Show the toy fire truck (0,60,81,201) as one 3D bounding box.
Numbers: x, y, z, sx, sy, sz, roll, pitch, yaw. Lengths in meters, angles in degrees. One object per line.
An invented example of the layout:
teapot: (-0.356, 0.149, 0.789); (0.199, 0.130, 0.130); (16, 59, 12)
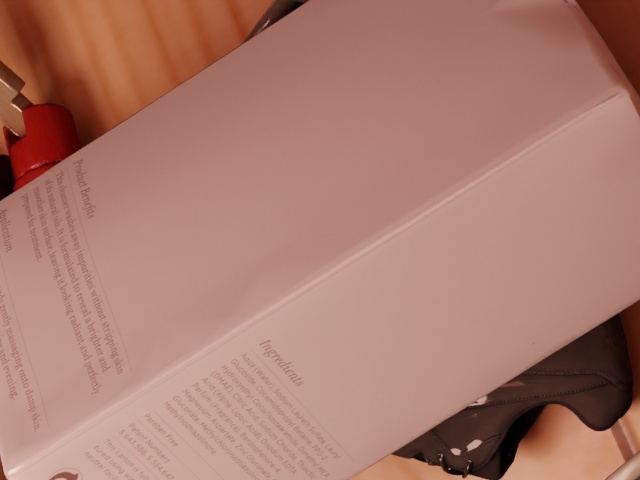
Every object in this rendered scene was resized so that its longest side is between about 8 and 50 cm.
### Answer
toy fire truck: (-0.249, -0.028, 1.315); (0.217, 0.158, 0.246); (-25, 69, 25)

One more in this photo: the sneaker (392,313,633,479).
sneaker: (0.059, 0.093, 1.185); (0.286, 0.109, 0.130); (-17, 94, 30)

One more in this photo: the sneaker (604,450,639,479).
sneaker: (0.247, 0.150, 1.099); (0.222, 0.083, 0.118); (-40, 75, 21)

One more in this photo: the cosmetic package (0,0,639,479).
cosmetic package: (0.000, 0.000, 1.081); (0.385, 0.156, 0.217); (-30, 43, 8)

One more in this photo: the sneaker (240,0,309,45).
sneaker: (-0.044, -0.057, 1.224); (0.100, 0.108, 0.271); (33, 107, 20)
